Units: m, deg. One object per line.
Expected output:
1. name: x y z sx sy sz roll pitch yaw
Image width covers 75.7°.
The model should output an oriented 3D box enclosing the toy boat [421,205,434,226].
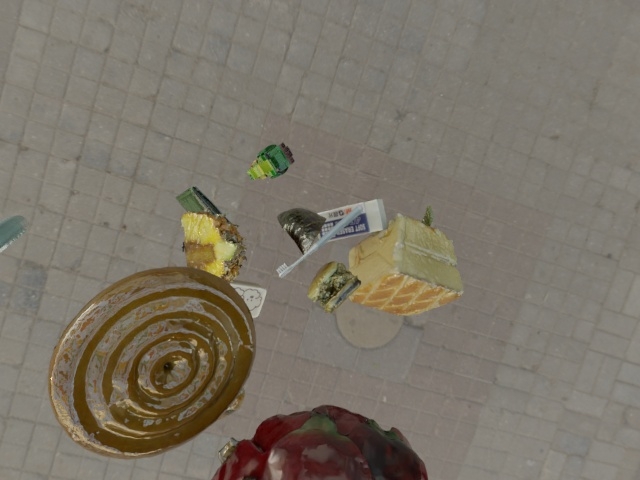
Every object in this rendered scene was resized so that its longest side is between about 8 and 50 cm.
1. toy boat: 0.435 -0.086 1.678 0.016 0.115 0.063 -4 58 -3

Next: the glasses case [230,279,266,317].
1. glasses case: -0.391 0.231 1.704 0.336 0.076 0.144 14 97 -40

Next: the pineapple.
1. pineapple: -0.321 0.042 1.474 0.286 0.209 0.345 -10 88 33

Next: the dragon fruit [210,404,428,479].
1. dragon fruit: 0.004 0.359 0.488 0.328 0.329 0.330 -1 98 -7

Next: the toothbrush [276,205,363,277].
1. toothbrush: 0.002 0.002 1.294 0.342 0.025 0.030 -38 66 -7

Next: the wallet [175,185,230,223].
1. wallet: -0.483 -0.116 1.709 0.236 0.160 0.055 52 47 -21

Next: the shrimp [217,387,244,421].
1. shrimp: -0.263 0.293 0.737 0.169 0.058 0.296 41 118 -19

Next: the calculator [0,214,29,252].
1. calculator: -0.574 0.037 0.667 0.184 0.295 0.042 -40 114 0

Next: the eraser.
1. eraser: 0.118 -0.074 1.629 0.278 0.081 0.124 -12 89 28

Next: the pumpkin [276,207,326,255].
1. pumpkin: -0.071 -0.066 1.431 0.163 0.278 0.111 31 109 -2

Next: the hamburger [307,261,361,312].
1. hamburger: 0.036 0.142 1.294 0.131 0.185 0.159 44 63 5

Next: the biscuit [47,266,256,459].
1. biscuit: -0.194 0.160 0.525 0.261 0.037 0.262 -12 110 -37

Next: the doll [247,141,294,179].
1. doll: -0.176 -0.264 1.424 0.106 0.186 0.134 56 50 -18

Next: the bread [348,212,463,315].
1. bread: 0.336 0.128 1.721 0.370 0.390 0.280 20 56 -21
